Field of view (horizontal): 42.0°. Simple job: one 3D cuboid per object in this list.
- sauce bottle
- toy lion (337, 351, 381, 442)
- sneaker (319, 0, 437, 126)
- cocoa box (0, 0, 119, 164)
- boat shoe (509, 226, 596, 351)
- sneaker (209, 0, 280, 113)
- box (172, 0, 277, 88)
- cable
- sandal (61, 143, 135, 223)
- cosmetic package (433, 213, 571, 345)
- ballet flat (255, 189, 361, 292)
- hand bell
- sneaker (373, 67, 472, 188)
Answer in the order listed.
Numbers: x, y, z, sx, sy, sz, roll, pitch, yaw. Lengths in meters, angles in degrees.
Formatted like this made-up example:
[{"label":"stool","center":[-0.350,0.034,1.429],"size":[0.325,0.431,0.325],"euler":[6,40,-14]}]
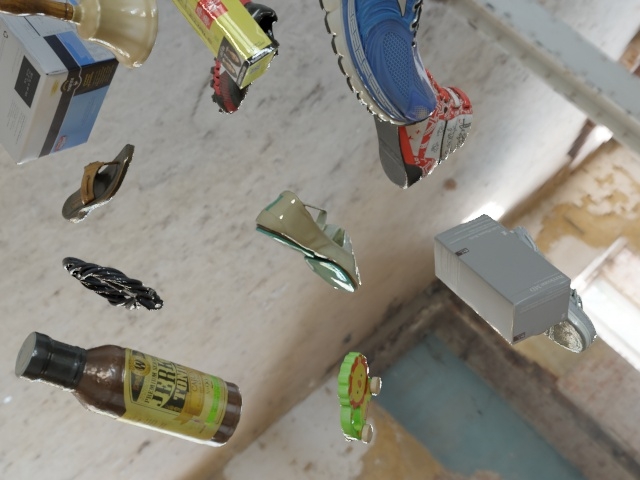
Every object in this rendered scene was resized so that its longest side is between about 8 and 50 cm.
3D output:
[{"label":"sauce bottle","center":[-0.284,0.224,1.264],"size":[0.344,0.111,0.111],"euler":[23,115,-31]},{"label":"toy lion","center":[0.043,0.193,1.034],"size":[0.096,0.034,0.100],"euler":[50,47,-57]},{"label":"sneaker","center":[0.072,-0.258,0.813],"size":[0.147,0.129,0.330],"euler":[-13,129,12]},{"label":"cocoa box","center":[-0.709,-0.409,2.145],"size":[0.228,0.231,0.347],"euler":[-29,164,-44]},{"label":"boat shoe","center":[0.434,0.084,1.613],"size":[0.103,0.320,0.118],"euler":[-25,131,-8]},{"label":"sneaker","center":[-0.168,-0.422,1.916],"size":[0.097,0.135,0.276],"euler":[17,86,-66]},{"label":"box","center":[-0.164,-0.348,1.261],"size":[0.058,0.232,0.087],"euler":[-37,180,-19]},{"label":"cable","center":[-0.351,0.071,1.351],"size":[0.150,0.184,0.047],"euler":[36,71,-48]},{"label":"sandal","center":[-0.415,-0.106,1.515],"size":[0.219,0.090,0.060],"euler":[-29,133,35]},{"label":"cosmetic package","center":[0.317,0.065,1.476],"size":[0.127,0.238,0.107],"euler":[-23,127,-20]},{"label":"ballet flat","center":[0.000,0.000,1.210],"size":[0.086,0.086,0.248],"euler":[-47,142,3]},{"label":"hand bell","center":[-0.360,-0.318,1.154],"size":[0.242,0.126,0.126],"euler":[-1,134,-45]},{"label":"sneaker","center":[0.153,-0.215,1.243],"size":[0.145,0.090,0.270],"euler":[-35,139,-22]}]
